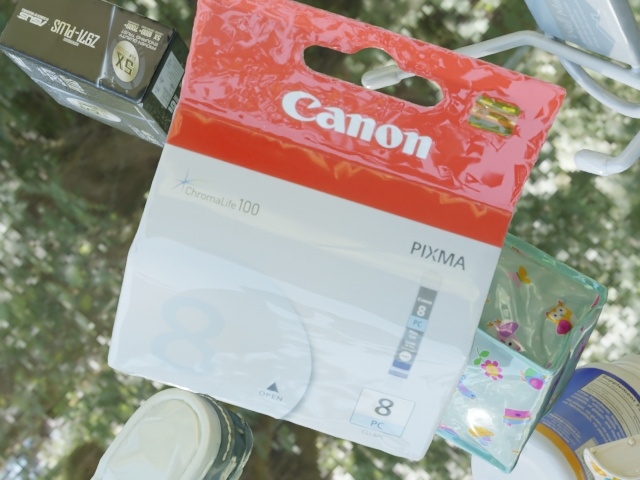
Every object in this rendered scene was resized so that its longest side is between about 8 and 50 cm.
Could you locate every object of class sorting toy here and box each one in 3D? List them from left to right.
[{"bbox_3d":[0.275,0.201,1.085,0.075,0.083,0.045,83,171,-65],"label":"sorting toy"}]

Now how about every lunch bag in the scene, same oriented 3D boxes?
[{"bbox_3d":[0.139,0.086,1.295,0.262,0.160,0.223,31,144,19],"label":"lunch bag"}]

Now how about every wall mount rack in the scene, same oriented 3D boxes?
[{"bbox_3d":[0.117,-0.191,0.973,0.304,0.130,0.350,33,167,47],"label":"wall mount rack"}]

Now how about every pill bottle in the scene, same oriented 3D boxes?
[{"bbox_3d":[0.323,0.240,1.503,0.272,0.152,0.152,-25,-122,-40],"label":"pill bottle"}]

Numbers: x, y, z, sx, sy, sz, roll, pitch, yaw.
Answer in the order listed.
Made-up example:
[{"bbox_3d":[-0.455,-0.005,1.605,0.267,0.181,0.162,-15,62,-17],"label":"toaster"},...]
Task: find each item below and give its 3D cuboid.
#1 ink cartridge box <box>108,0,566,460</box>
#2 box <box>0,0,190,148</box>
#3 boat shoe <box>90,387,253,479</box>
[{"bbox_3d":[0.000,0.000,1.050,0.308,0.385,0.091,18,-140,0],"label":"ink cartridge box"},{"bbox_3d":[-0.193,-0.159,1.150,0.147,0.077,0.180,24,173,10],"label":"box"},{"bbox_3d":[-0.176,0.261,1.054,0.116,0.319,0.099,46,-169,30],"label":"boat shoe"}]
